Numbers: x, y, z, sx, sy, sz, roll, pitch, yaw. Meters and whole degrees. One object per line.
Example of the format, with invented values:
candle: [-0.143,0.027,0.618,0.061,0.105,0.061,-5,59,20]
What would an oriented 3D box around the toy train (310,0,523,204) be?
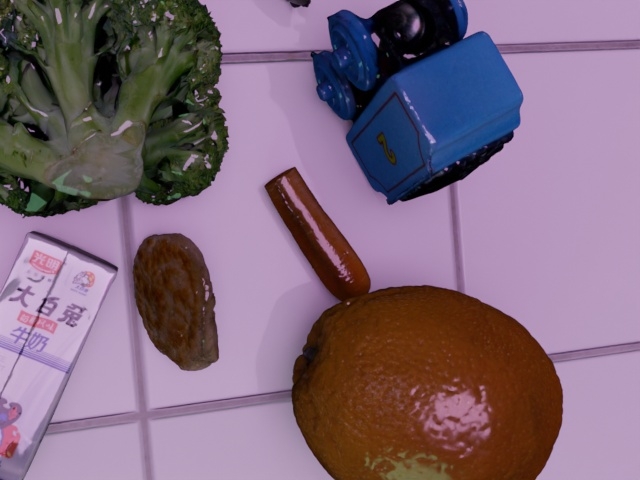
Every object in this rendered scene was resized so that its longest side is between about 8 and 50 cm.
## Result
toy train: [0.124,-0.195,1.129,0.188,0.300,0.265,-28,87,-12]

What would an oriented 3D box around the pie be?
pie: [-0.186,0.082,1.129,0.078,0.163,0.194,-16,102,-33]

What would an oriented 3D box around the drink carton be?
drink carton: [-0.387,0.153,1.099,0.130,0.106,0.315,26,84,-15]

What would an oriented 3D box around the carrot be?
carrot: [0.000,0.000,1.221,0.067,0.067,0.225,-35,98,-12]

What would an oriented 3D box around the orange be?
orange: [0.139,0.218,1.142,0.356,0.322,0.322,26,84,-4]

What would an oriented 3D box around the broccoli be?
broccoli: [-0.286,-0.177,1.016,0.413,0.310,0.321,15,85,-39]

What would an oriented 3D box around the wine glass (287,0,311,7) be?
wine glass: [-0.004,-0.434,1.186,0.122,0.122,0.183,43,79,-12]
